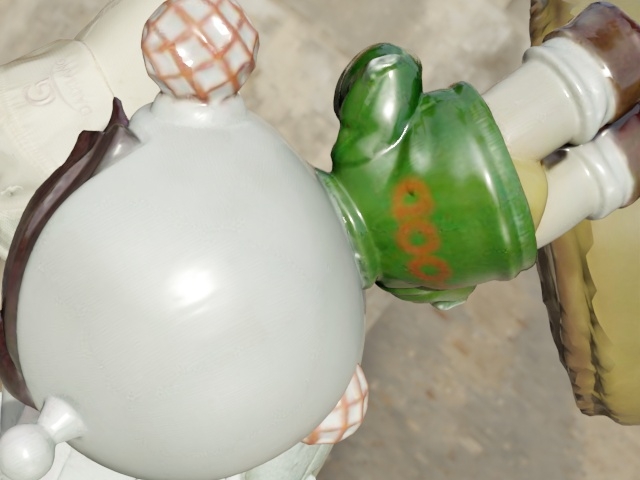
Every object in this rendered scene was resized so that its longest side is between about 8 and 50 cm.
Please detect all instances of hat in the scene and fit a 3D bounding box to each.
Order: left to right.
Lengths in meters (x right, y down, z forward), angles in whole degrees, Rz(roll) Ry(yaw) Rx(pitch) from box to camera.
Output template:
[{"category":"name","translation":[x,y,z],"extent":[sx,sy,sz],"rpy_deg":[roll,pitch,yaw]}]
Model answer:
[{"category":"hat","translation":[-0.169,-0.088,1.216],"extent":[0.161,0.275,0.232],"rpy_deg":[1,51,-51]}]

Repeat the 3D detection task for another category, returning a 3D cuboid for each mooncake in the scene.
[{"category":"mooncake","translation":[0.303,-0.047,1.329],"extent":[0.394,0.246,0.393],"rpy_deg":[-78,152,-48]}]

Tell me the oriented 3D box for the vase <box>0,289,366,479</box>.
[{"category":"vase","translation":[-0.130,0.177,1.110],"extent":[0.250,0.445,0.250],"rpy_deg":[19,21,-8]}]

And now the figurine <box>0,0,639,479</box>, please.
[{"category":"figurine","translation":[0.000,0.000,0.790],"extent":[0.167,0.370,0.281],"rpy_deg":[51,-18,52]}]
